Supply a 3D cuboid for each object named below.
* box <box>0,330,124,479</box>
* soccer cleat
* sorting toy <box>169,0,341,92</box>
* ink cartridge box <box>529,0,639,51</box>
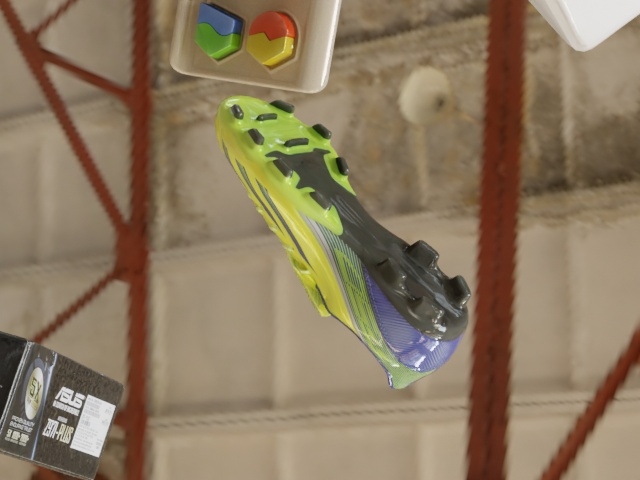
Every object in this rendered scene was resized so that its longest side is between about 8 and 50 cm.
[{"bbox_3d":[-0.243,0.104,1.180,0.147,0.180,0.077,14,-101,18],"label":"box"},{"bbox_3d":[0.000,0.001,1.365,0.289,0.093,0.121,47,-50,18],"label":"soccer cleat"},{"bbox_3d":[-0.074,-0.272,1.879,0.208,0.038,0.193,12,-86,31],"label":"sorting toy"},{"bbox_3d":[0.109,-0.205,0.394,0.273,0.115,0.198,-36,-134,4],"label":"ink cartridge box"}]
